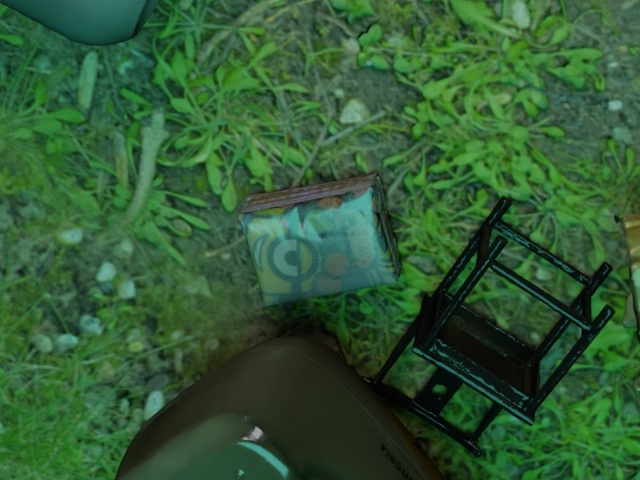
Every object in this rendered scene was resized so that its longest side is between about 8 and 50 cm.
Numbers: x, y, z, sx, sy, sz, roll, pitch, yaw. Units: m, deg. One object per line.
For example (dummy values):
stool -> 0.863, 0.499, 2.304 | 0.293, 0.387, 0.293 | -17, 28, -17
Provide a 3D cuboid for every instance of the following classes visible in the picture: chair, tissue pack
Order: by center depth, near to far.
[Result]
tissue pack -> -0.007, 0.292, 1.720 | 0.267, 0.277, 0.387 | -36, 98, 23
chair -> 0.163, 0.109, 1.731 | 0.154, 0.141, 0.260 | 32, 111, -4
tissue pack -> 0.000, 0.000, 1.752 | 0.148, 0.060, 0.109 | -10, 112, 15

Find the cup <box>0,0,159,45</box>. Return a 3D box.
cup -> -0.279, -0.321, 1.589 | 0.312, 0.205, 0.205 | 30, 114, -4

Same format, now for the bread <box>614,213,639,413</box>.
bread -> 0.333, 0.075, 1.659 | 0.211, 0.183, 0.224 | 39, 111, -6
